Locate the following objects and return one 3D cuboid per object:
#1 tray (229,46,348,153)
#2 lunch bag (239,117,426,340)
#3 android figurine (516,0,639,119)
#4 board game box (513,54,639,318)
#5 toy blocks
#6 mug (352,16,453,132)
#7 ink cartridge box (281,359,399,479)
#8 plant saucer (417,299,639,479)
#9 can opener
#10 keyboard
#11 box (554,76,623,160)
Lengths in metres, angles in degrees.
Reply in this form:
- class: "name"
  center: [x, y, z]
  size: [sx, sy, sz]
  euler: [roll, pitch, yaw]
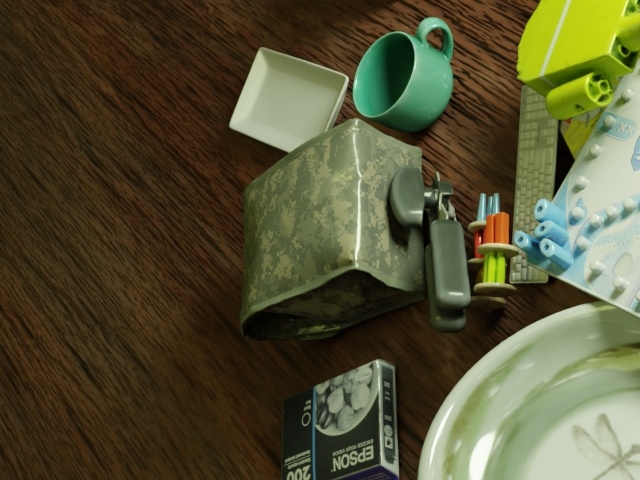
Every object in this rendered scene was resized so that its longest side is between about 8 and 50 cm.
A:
- class: "tray"
  center: [-0.046, -0.214, 2.459]
  size: [0.270, 0.030, 0.145]
  euler: [27, 95, 54]
- class: "lunch bag"
  center: [0.000, 0.000, 2.184]
  size: [0.287, 0.169, 0.235]
  euler: [-23, 57, 40]
- class: "android figurine"
  center: [0.329, -0.258, 1.853]
  size: [0.273, 0.056, 0.248]
  euler: [-17, 47, 59]
- class: "board game box"
  center: [0.433, -0.092, 1.705]
  size: [0.390, 0.050, 0.390]
  euler: [29, 89, 51]
- class: "toy blocks"
  center: [0.217, 0.002, 1.958]
  size: [0.123, 0.054, 0.148]
  euler: [107, 168, -74]
- class: "mug"
  center: [0.132, -0.222, 2.175]
  size: [0.158, 0.097, 0.129]
  euler: [-26, 54, 43]
- class: "ink cartridge box"
  center: [0.025, 0.290, 2.121]
  size: [0.206, 0.045, 0.208]
  euler: [-27, 55, 42]
- class: "plant saucer"
  center: [0.303, 0.238, 1.663]
  size: [0.400, 0.100, 0.400]
  euler: [-20, 37, 16]
- class: "can opener"
  center: [0.145, 0.011, 2.019]
  size: [0.280, 0.093, 0.074]
  euler: [-97, 10, -51]
- class: "keyboard"
  center: [0.271, -0.073, 1.958]
  size: [0.072, 0.014, 0.256]
  euler: [-6, 79, 62]
- class: "box"
  center: [0.342, -0.166, 1.926]
  size: [0.105, 0.043, 0.179]
  euler: [-46, 45, 30]
